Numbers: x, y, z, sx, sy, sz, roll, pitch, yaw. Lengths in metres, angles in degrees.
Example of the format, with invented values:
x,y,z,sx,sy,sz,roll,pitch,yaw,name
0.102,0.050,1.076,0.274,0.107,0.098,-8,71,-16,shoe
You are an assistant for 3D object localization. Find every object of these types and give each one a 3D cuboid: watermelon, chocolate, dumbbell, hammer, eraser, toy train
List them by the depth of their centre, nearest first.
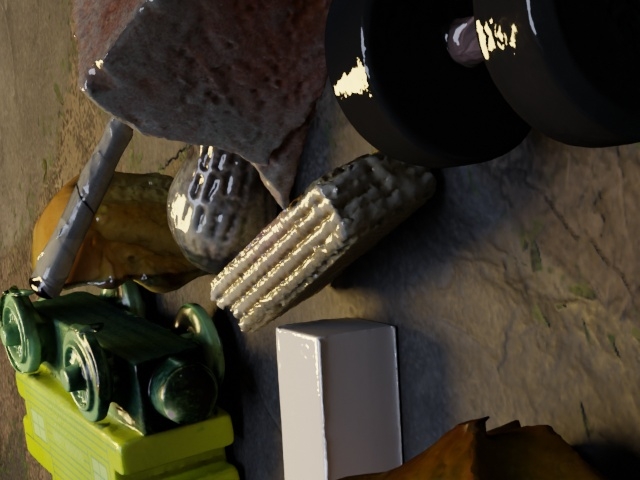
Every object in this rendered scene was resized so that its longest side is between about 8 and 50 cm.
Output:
x,y,z,sx,sy,sz,roll,pitch,yaw,name
0.116,-0.123,0.721,0.218,0.153,0.152,-1,94,62,dumbbell
-0.062,-0.165,0.893,0.310,0.193,0.231,9,76,55,watermelon
0.020,0.218,1.040,0.078,0.076,0.298,4,98,61,eraser
-0.081,-0.079,1.148,0.110,0.110,0.248,43,127,51,chocolate
-0.191,-0.137,1.243,0.152,0.044,0.427,35,100,53,hammer
-0.233,0.189,1.421,0.442,0.179,0.272,14,113,59,toy train

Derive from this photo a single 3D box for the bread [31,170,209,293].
x,y,z,sx,sy,sz,roll,pitch,yaw,name
-0.223,-0.015,1.367,0.252,0.174,0.133,-174,82,-66,bread

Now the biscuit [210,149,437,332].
x,y,z,sx,sy,sz,roll,pitch,yaw,name
0.000,0.000,1.004,0.062,0.108,0.239,57,147,5,biscuit

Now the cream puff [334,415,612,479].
x,y,z,sx,sy,sz,roll,pitch,yaw,name
0.083,0.206,0.791,0.269,0.241,0.154,-28,74,29,cream puff
